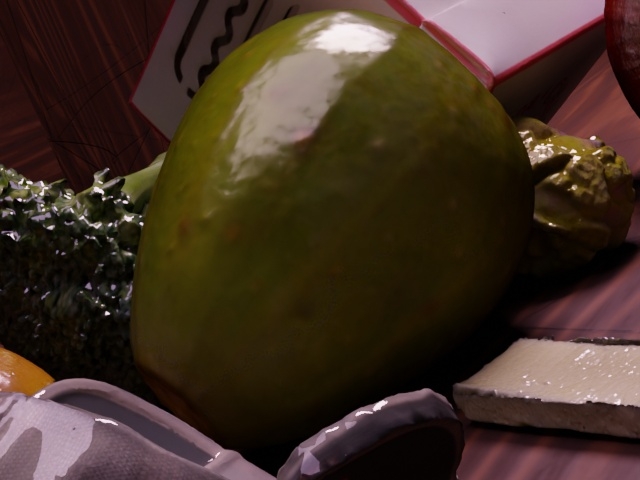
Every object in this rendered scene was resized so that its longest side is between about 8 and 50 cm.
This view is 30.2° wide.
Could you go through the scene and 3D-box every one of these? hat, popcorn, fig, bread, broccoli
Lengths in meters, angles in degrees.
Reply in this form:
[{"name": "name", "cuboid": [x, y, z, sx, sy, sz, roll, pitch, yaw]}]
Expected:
[{"name": "hat", "cuboid": [-0.064, 0.136, 0.509, 0.232, 0.161, 0.275, 1, 0, 40]}, {"name": "popcorn", "cuboid": [0.177, -0.032, 0.934, 0.125, 0.126, 0.145, 1, -11, -11]}, {"name": "fig", "cuboid": [0.000, 0.000, 0.809, 0.258, 0.258, 0.326, -11, 40, 49]}, {"name": "bread", "cuboid": [0.144, 0.080, 0.655, 0.068, 0.028, 0.153, -29, 13, -32]}, {"name": "broccoli", "cuboid": [-0.181, 0.031, 1.019, 0.260, 0.288, 0.235, -28, -30, -58]}]

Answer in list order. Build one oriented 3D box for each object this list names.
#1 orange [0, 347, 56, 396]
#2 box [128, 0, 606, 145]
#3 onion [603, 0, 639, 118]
[{"name": "orange", "cuboid": [-0.232, 0.149, 0.803, 0.134, 0.155, 0.154, 18, 3, -12]}, {"name": "box", "cuboid": [0.056, -0.177, 1.119, 0.312, 0.300, 0.314, -34, -17, -46]}, {"name": "onion", "cuboid": [0.398, -0.225, 0.948, 0.341, 0.341, 0.341, -22, 10, 4]}]
